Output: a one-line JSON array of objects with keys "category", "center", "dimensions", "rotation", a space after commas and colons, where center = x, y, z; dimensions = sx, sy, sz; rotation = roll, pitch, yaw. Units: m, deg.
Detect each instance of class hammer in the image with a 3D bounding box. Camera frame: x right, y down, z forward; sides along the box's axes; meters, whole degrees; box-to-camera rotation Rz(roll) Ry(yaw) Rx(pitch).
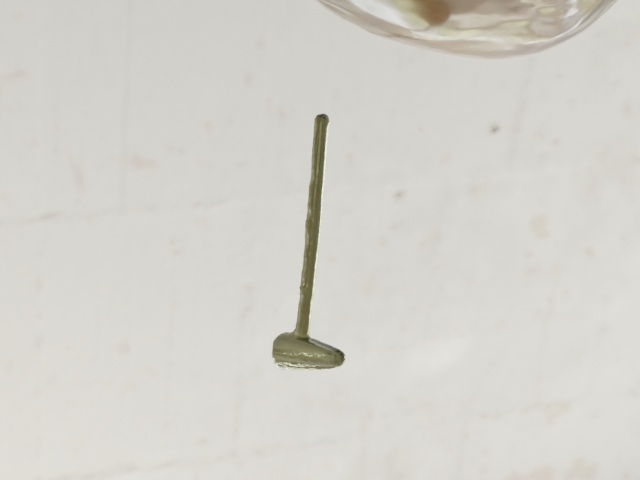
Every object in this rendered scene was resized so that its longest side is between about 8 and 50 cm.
[{"category": "hammer", "center": [0.000, 0.000, 1.332], "dimensions": [0.060, 0.195, 0.028], "rotation": [-1, -8, 41]}]

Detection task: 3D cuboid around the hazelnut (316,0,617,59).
[{"category": "hazelnut", "center": [0.052, -0.176, 0.714], "dimensions": [0.176, 0.214, 0.214], "rotation": [-18, -38, -3]}]
